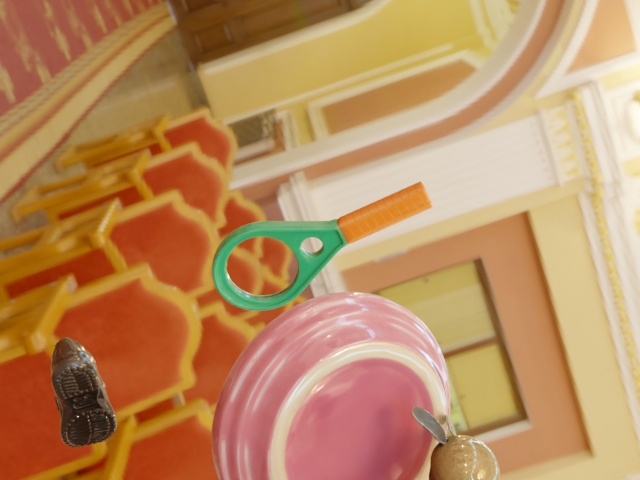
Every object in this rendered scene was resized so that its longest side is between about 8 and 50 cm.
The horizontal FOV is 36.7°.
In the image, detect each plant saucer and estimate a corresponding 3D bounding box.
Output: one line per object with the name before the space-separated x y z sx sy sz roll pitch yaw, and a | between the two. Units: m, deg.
plant saucer | 0.033 0.232 1.195 0.084 0.332 0.332 26 -40 60

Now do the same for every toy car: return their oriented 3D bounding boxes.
toy car | 0.155 0.288 1.133 0.155 0.149 0.189 29 36 -53

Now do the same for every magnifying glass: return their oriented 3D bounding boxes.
magnifying glass | 0.000 0.000 0.955 0.026 0.230 0.092 -92 157 -63

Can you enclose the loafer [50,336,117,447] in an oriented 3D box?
loafer | -0.335 0.214 1.363 0.220 0.080 0.078 99 -23 -46
